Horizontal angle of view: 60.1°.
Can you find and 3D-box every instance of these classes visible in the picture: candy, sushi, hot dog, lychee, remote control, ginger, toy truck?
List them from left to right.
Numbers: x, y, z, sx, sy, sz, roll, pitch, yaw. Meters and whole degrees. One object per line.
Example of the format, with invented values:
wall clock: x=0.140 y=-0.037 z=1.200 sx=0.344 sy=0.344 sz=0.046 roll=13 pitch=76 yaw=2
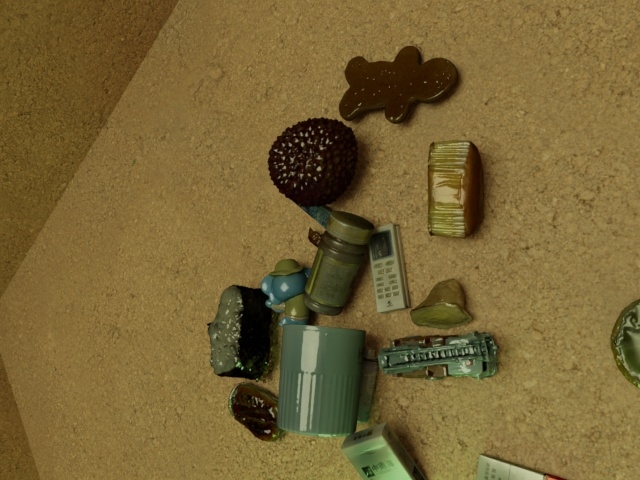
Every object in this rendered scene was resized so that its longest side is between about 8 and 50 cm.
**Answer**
sushi: x=-0.290 y=0.337 z=2.029 sx=0.235 sy=0.208 sz=0.348 roll=-10 pitch=70 yaw=47
hot dog: x=-0.234 y=0.620 z=2.005 sx=0.271 sy=0.082 sz=0.162 roll=17 pitch=90 yaw=38
lychee: x=-0.022 y=-0.264 z=1.872 sx=0.330 sy=0.306 sz=0.305 roll=-47 pitch=57 yaw=35
sushi: x=0.000 y=0.000 z=1.962 sx=0.120 sy=0.052 sz=0.055 roll=35 pitch=85 yaw=38
remote control: x=0.217 y=0.089 z=1.783 sx=0.103 sy=0.056 sz=0.276 roll=-16 pitch=72 yaw=33
ginger: x=0.348 y=0.189 z=1.657 sx=0.193 sy=0.115 sz=0.122 roll=-21 pitch=48 yaw=40
toy truck: x=0.344 y=0.329 z=1.565 sx=0.339 sy=0.185 sz=0.132 roll=-11 pitch=76 yaw=35
candy: x=0.815 y=0.244 z=1.283 sx=0.260 sy=0.118 sz=0.259 roll=-6 pitch=81 yaw=40

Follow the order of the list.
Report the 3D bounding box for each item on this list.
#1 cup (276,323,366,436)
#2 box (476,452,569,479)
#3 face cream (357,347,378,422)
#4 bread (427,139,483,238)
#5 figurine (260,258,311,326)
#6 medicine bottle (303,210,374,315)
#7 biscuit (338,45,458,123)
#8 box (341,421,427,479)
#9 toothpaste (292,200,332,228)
cup: x=-0.020 y=0.424 z=1.715 sx=0.331 sy=0.257 sz=0.310 roll=-12 pitch=70 yaw=57
box: x=0.533 y=0.667 z=1.459 sx=0.246 sy=0.035 sz=0.138 roll=7 pitch=86 yaw=38
face cream: x=0.137 y=0.458 z=1.764 sx=0.075 sy=0.075 sz=0.229 roll=9 pitch=88 yaw=37
bread: x=0.398 y=-0.148 z=1.622 sx=0.156 sy=0.204 sz=0.287 roll=2 pitch=86 yaw=19
figurine: x=-0.111 y=0.195 z=1.950 sx=0.180 sy=0.154 sz=0.261 roll=-2 pitch=76 yaw=25
medicine bottle: x=0.054 y=0.077 z=1.818 sx=0.151 sy=0.151 sz=0.322 roll=32 pitch=112 yaw=36
biscuit: x=0.259 y=-0.514 z=1.857 sx=0.433 sy=0.064 sz=0.282 roll=3 pitch=74 yaw=35
box: x=0.191 y=0.663 z=1.620 sx=0.155 sy=0.067 sz=0.242 roll=-29 pitch=99 yaw=27
toothpaste: x=-0.037 y=-0.124 z=2.020 sx=0.268 sy=0.047 sz=0.069 roll=38 pitch=91 yaw=31
